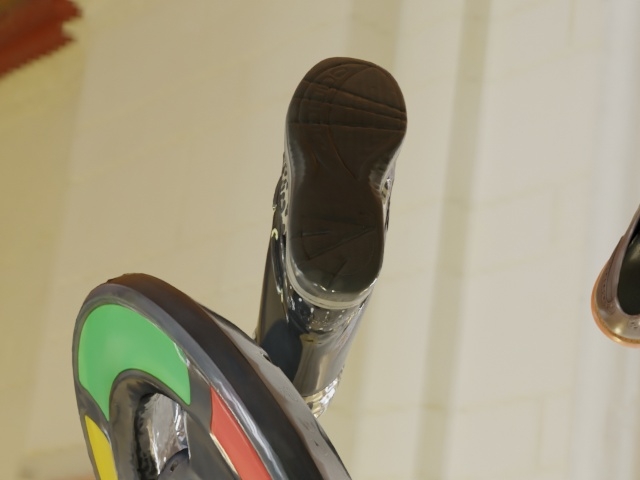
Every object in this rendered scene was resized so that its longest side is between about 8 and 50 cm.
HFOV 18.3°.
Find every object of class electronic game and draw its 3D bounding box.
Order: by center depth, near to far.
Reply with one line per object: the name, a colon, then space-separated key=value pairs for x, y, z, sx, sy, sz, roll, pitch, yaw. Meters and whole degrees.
electronic game: x=-0.033 y=0.119 z=0.737 sx=0.048 sy=0.229 sz=0.229 roll=-23 pitch=173 yaw=-23

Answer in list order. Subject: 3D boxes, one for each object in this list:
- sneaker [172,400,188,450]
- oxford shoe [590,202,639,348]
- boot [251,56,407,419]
sneaker: x=-0.105 y=0.159 z=1.419 sx=0.086 sy=0.163 sz=0.226 roll=-9 pitch=175 yaw=9
oxford shoe: x=0.297 y=-0.041 z=1.487 sx=0.097 sy=0.271 sz=0.098 roll=29 pitch=175 yaw=10
boot: x=-0.002 y=0.000 z=1.408 sx=0.085 sy=0.236 sz=0.178 roll=12 pitch=136 yaw=-5
